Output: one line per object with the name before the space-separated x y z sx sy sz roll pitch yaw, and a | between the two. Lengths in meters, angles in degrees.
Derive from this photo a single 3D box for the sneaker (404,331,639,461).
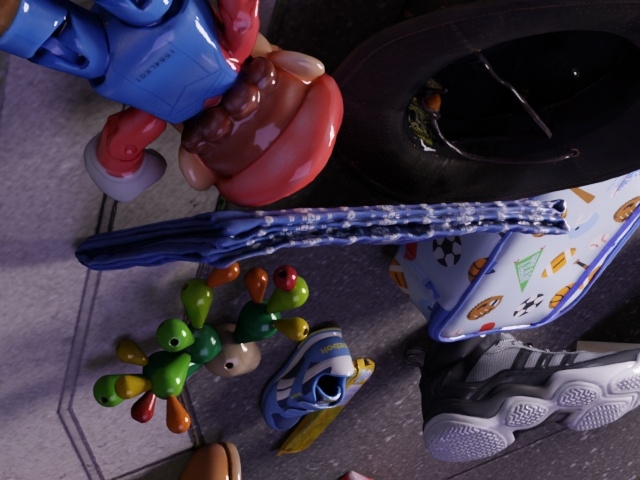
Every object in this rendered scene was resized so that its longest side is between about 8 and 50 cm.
sneaker | 0.221 0.126 1.656 0.268 0.153 0.101 -16 147 -3

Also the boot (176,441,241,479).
boot | -0.220 0.301 1.579 0.220 0.109 0.283 28 89 -21

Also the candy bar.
candy bar | 0.005 0.181 1.683 0.040 0.018 0.161 1 136 -47

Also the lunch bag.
lunch bag | 0.220 -0.037 1.478 0.243 0.115 0.303 -3 140 -42

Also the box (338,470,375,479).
box | 0.078 0.387 1.931 0.122 0.128 0.257 -39 148 11

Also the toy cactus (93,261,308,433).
toy cactus | -0.091 0.099 1.412 0.219 0.112 0.180 -40 161 8

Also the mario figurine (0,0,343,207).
mario figurine | -0.113 -0.136 1.076 0.198 0.170 0.320 -8 152 36

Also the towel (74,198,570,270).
towel | 0.000 0.000 1.263 0.336 0.040 0.243 -3 178 -33

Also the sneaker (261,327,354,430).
sneaker | -0.013 0.151 1.585 0.053 0.059 0.144 -7 142 -39

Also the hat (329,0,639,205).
hat | 0.158 -0.149 1.225 0.331 0.134 0.331 -1 152 -1

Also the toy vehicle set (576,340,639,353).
toy vehicle set | 0.458 0.153 1.861 0.266 0.035 0.166 1 170 36
